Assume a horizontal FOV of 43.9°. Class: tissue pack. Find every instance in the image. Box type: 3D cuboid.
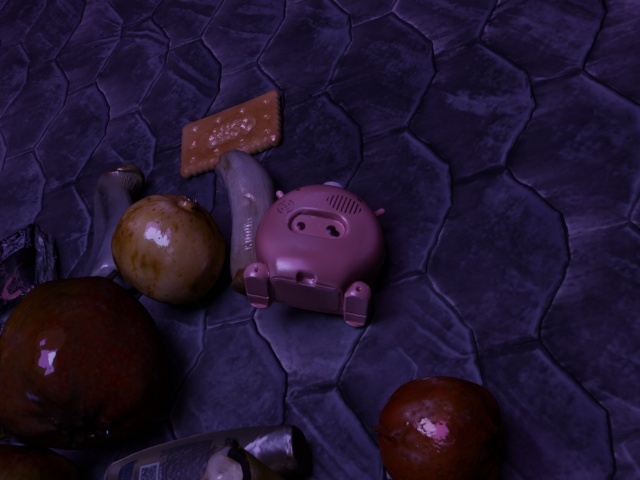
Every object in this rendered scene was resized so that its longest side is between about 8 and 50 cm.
[{"bbox_3d":[-0.727,0.124,1.738,0.332,0.123,0.245,-30,44,5],"label":"tissue pack"}]

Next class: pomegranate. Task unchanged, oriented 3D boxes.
[{"bbox_3d":[-0.280,0.008,1.504,0.215,0.215,0.215,-15,54,21],"label":"pomegranate"}]

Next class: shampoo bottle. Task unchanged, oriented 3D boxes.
[{"bbox_3d":[-0.186,0.375,1.285,0.349,0.084,0.126,-19,55,17],"label":"shampoo bottle"}]

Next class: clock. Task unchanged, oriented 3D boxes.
[{"bbox_3d":[0.000,0.000,1.358,0.227,0.142,0.241,11,59,6],"label":"clock"}]

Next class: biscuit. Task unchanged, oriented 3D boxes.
[{"bbox_3d":[-0.198,-0.233,1.733,0.249,0.030,0.160,-17,53,19],"label":"biscuit"}]

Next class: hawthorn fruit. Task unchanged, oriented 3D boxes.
[{"bbox_3d":[-0.423,0.205,1.393,0.308,0.308,0.325,-30,71,8],"label":"hawthorn fruit"},{"bbox_3d":[0.153,0.271,1.106,0.200,0.179,0.179,5,62,32],"label":"hawthorn fruit"}]

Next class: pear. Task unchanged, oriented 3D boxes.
[{"bbox_3d":[-0.096,0.431,1.148,0.267,0.178,0.267,-42,39,48],"label":"pear"}]

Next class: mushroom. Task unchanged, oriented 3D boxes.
[{"bbox_3d":[-0.138,-0.045,1.533,0.122,0.095,0.351,-28,50,17],"label":"mushroom"},{"bbox_3d":[-0.441,-0.019,1.669,0.159,0.122,0.329,-13,53,11],"label":"mushroom"}]

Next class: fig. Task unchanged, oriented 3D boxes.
[{"bbox_3d":[-0.523,0.510,1.330,0.216,0.217,0.321,4,80,31],"label":"fig"}]

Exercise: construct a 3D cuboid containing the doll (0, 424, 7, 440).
[{"bbox_3d":[-0.645,0.282,1.578,0.135,0.143,0.221,-33,56,8],"label":"doll"}]
